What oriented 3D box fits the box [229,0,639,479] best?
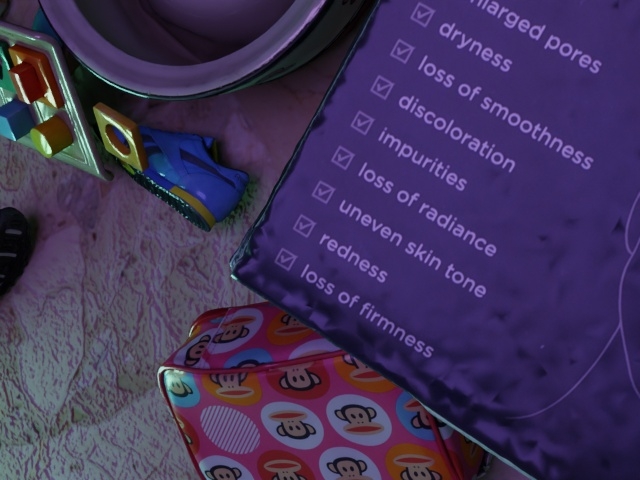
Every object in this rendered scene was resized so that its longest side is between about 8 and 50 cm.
[{"bbox_3d":[0.271,-0.066,0.977,0.480,0.297,0.472,33,108,11],"label":"box"}]

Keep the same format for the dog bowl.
[{"bbox_3d":[-0.101,-0.340,1.302,0.408,0.150,0.408,0,91,29],"label":"dog bowl"}]

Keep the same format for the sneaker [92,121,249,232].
[{"bbox_3d":[-0.161,-0.089,1.397,0.209,0.069,0.082,34,75,32],"label":"sneaker"}]

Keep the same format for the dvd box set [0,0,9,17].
[{"bbox_3d":[-0.577,-0.189,1.412,0.062,0.420,0.308,46,112,20],"label":"dvd box set"}]

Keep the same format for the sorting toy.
[{"bbox_3d":[-0.320,-0.153,1.396,0.347,0.047,0.196,22,143,41],"label":"sorting toy"}]

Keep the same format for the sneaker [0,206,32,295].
[{"bbox_3d":[-0.451,0.048,1.533,0.271,0.100,0.108,-43,67,23],"label":"sneaker"}]

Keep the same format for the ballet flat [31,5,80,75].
[{"bbox_3d":[-0.280,-0.267,1.444,0.080,0.073,0.232,20,107,46],"label":"ballet flat"}]

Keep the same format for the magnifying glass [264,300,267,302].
[{"bbox_3d":[0.000,0.000,1.324,0.092,0.026,0.231,40,110,22],"label":"magnifying glass"}]

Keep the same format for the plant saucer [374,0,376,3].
[{"bbox_3d":[0.134,-0.205,1.239,0.200,0.037,0.200,1,92,29],"label":"plant saucer"}]

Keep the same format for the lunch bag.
[{"bbox_3d":[0.010,0.184,1.238,0.293,0.120,0.258,-7,120,29],"label":"lunch bag"}]
